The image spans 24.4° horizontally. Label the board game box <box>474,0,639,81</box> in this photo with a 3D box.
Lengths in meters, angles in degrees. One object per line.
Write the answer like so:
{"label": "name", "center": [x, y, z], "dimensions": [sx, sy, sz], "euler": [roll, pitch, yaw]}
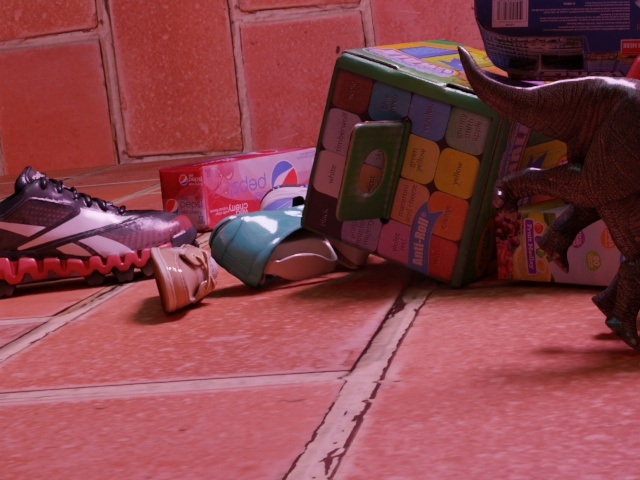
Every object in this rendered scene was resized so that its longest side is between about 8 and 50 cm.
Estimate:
{"label": "board game box", "center": [0.242, -0.174, 1.342], "dimensions": [0.194, 0.060, 0.194], "euler": [0, -7, 11]}

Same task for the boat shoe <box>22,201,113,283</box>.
{"label": "boat shoe", "center": [-0.319, 0.002, 1.691], "dimensions": [0.183, 0.083, 0.065], "euler": [-7, 7, -5]}

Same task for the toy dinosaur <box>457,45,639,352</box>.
{"label": "toy dinosaur", "center": [0.223, -0.031, 1.015], "dimensions": [0.160, 0.313, 0.121], "euler": [-43, -11, 9]}

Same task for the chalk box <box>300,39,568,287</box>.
{"label": "chalk box", "center": [0.109, -0.076, 1.399], "dimensions": [0.179, 0.180, 0.289], "euler": [21, 20, 25]}

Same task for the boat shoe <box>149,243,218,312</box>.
{"label": "boat shoe", "center": [-0.126, 0.029, 1.393], "dimensions": [0.059, 0.063, 0.170], "euler": [-12, 7, -4]}

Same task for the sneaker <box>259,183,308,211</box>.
{"label": "sneaker", "center": [0.033, -0.014, 1.639], "dimensions": [0.211, 0.080, 0.081], "euler": [-3, 33, 9]}

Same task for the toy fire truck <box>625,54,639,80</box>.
{"label": "toy fire truck", "center": [0.377, -0.068, 1.149], "dimensions": [0.302, 0.169, 0.254], "euler": [25, 8, 19]}

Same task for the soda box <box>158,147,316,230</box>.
{"label": "soda box", "center": [-0.110, -0.076, 2.110], "dimensions": [0.083, 0.092, 0.263], "euler": [1, 9, 36]}

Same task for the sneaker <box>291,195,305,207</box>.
{"label": "sneaker", "center": [-0.028, -0.010, 1.572], "dimensions": [0.031, 0.083, 0.037], "euler": [-3, -35, 20]}

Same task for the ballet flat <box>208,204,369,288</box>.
{"label": "ballet flat", "center": [0.000, 0.000, 1.503], "dimensions": [0.247, 0.083, 0.087], "euler": [-17, 53, -42]}

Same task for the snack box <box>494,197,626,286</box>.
{"label": "snack box", "center": [0.286, -0.005, 1.298], "dimensions": [0.207, 0.070, 0.174], "euler": [4, 12, 45]}

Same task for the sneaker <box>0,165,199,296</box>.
{"label": "sneaker", "center": [-0.271, -0.018, 1.611], "dimensions": [0.276, 0.135, 0.097], "euler": [-6, 5, -11]}
